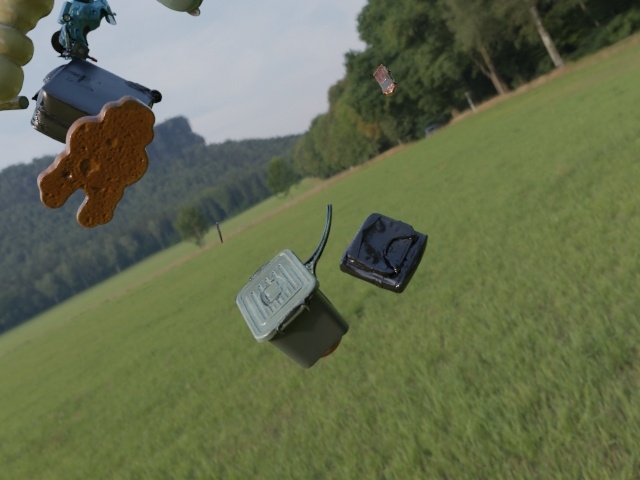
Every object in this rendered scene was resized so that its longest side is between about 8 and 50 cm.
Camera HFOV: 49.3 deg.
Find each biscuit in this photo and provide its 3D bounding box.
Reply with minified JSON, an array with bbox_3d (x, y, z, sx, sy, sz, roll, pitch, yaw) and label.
[{"bbox_3d":[-0.513,-0.190,1.642,0.333,0.202,0.047,-53,35,9],"label":"biscuit"}]

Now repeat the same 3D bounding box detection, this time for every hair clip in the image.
[{"bbox_3d":[0.000,0.000,2.104,0.039,0.070,0.229,45,-113,-76],"label":"hair clip"}]

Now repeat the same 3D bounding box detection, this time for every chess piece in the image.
[{"bbox_3d":[-0.657,-0.433,1.445,0.167,0.299,0.167,11,-8,2],"label":"chess piece"}]

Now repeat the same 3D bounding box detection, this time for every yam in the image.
[{"bbox_3d":[-0.881,-0.389,1.977,0.094,0.043,0.043,-4,2,-4],"label":"yam"}]

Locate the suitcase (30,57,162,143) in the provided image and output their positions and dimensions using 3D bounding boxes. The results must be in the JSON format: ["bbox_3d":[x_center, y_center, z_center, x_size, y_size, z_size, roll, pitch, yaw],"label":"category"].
[{"bbox_3d":[-0.702,-0.411,2.172,0.188,0.340,0.345,-56,15,30],"label":"suitcase"}]

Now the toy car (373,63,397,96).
[{"bbox_3d":[0.220,-0.537,2.351,0.035,0.121,0.059,18,-50,-36],"label":"toy car"}]

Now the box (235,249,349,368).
[{"bbox_3d":[-0.054,0.139,1.393,0.163,0.135,0.243,-45,26,-1],"label":"box"}]

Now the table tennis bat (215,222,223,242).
[{"bbox_3d":[-0.244,-0.022,1.674,0.007,0.050,0.083,-15,19,-10],"label":"table tennis bat"}]

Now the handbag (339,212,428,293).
[{"bbox_3d":[0.218,0.035,2.338,0.275,0.244,0.088,-54,-19,-40],"label":"handbag"}]

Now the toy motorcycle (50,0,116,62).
[{"bbox_3d":[-0.791,-0.722,2.343,0.182,0.272,0.124,21,-1,-39],"label":"toy motorcycle"}]

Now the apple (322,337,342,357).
[{"bbox_3d":[-0.004,0.257,1.960,0.147,0.146,0.146,-27,3,2],"label":"apple"}]

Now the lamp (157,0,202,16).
[{"bbox_3d":[-0.435,-0.777,2.090,0.246,0.180,0.107,112,176,-62],"label":"lamp"}]
